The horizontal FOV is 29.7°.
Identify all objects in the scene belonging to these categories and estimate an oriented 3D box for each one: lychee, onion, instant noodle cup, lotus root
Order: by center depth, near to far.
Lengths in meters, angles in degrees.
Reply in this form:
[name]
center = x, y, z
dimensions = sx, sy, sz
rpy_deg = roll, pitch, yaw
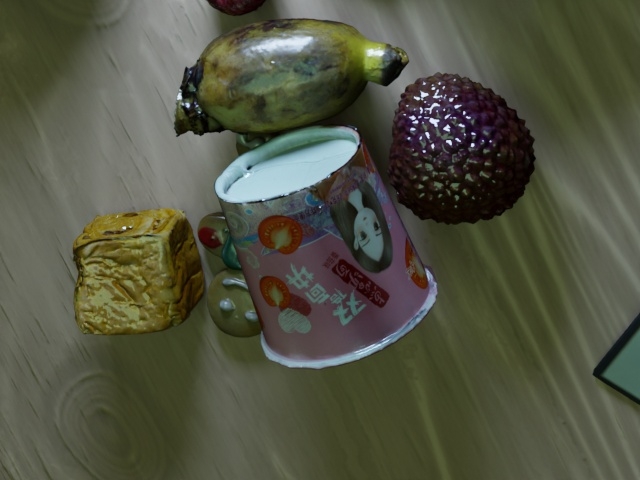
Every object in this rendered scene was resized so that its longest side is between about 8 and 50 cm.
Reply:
[instant noodle cup]
center = 0.000, 0.000, 1.501
dimensions = 0.243, 0.243, 0.231
rpy_deg = -13, 117, 17
[lychee]
center = 0.176, -0.109, 1.507
dimensions = 0.188, 0.188, 0.188
rpy_deg = 4, 106, 13
[lotus root]
center = -0.043, -0.213, 1.539
dimensions = 0.314, 0.169, 0.141
rpy_deg = -10, 96, 11
[onion]
center = -0.110, -0.343, 1.560
dimensions = 0.107, 0.097, 0.107
rpy_deg = -1, 88, 27

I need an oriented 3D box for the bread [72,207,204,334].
[bread]
center = -0.254, 0.041, 1.673
dimensions = 0.158, 0.149, 0.143
rpy_deg = 0, 108, 13

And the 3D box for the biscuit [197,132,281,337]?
[biscuit]
center = -0.076, 0.003, 1.672
dimensions = 0.197, 0.049, 0.301
rpy_deg = 25, 110, 8

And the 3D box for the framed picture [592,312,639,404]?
[framed picture]
center = 0.552, 0.178, 1.556
dimensions = 0.324, 0.013, 0.244
rpy_deg = 32, 123, 3
